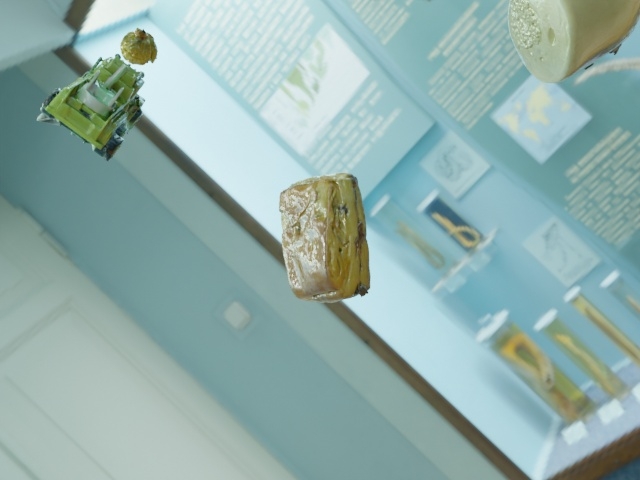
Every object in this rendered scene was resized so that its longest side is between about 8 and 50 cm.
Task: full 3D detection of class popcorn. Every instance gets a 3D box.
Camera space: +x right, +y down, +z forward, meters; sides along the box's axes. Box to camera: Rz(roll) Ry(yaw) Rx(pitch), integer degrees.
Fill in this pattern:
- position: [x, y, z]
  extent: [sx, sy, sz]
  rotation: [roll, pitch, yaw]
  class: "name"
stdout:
- position: [-0.392, -0.430, 1.885]
  extent: [0.084, 0.084, 0.084]
  rotation: [-47, -1, -1]
  class: "popcorn"

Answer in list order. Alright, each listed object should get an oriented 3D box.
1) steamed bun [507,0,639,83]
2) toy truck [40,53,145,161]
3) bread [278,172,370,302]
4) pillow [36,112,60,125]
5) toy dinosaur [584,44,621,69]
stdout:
- position: [0.407, -0.367, 1.343]
  extent: [0.200, 0.155, 0.250]
  rotation: [-31, -30, -7]
  class: "steamed bun"
- position: [-0.341, -0.236, 1.406]
  extent: [0.135, 0.128, 0.259]
  rotation: [-51, 12, 12]
  class: "toy truck"
- position: [0.000, 0.000, 1.586]
  extent: [0.099, 0.235, 0.210]
  rotation: [-9, 0, -31]
  class: "bread"
- position: [-0.473, -0.245, 1.661]
  extent: [0.135, 0.055, 0.091]
  rotation: [5, 57, 38]
  class: "pillow"
- position: [0.579, -0.418, 1.843]
  extent: [0.187, 0.087, 0.179]
  rotation: [-47, -10, 23]
  class: "toy dinosaur"
